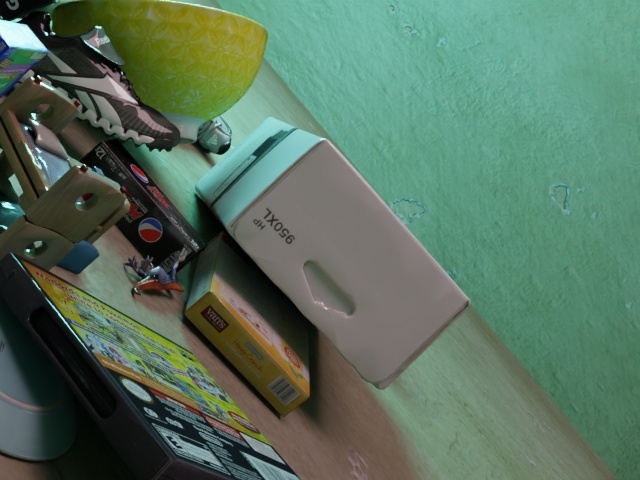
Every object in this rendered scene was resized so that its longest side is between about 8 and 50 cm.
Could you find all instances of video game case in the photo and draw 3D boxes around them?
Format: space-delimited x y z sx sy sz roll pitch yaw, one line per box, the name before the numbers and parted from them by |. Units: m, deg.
video game case | -0.123 0.139 0.907 0.248 0.035 0.275 43 1 35

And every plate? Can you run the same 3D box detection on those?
plate | -0.246 0.082 0.825 0.188 0.024 0.188 48 12 -13

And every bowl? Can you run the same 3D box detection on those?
bowl | -0.218 -0.213 1.469 0.289 0.289 0.156 12 82 -72

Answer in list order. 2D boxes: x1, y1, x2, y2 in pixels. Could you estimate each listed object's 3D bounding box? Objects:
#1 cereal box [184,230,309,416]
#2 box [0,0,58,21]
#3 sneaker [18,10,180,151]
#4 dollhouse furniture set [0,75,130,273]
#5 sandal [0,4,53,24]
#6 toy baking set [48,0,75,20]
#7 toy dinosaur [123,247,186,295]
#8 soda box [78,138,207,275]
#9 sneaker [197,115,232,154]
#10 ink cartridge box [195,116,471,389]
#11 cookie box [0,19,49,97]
cereal box | -0.084 0.094 1.340 0.173 0.047 0.240 48 10 -13
box | -0.373 -0.425 1.286 0.295 0.073 0.293 -93 160 -68
sneaker | -0.258 -0.189 1.276 0.234 0.106 0.078 28 10 -7
dollhouse furniture set | -0.225 -0.035 1.011 0.183 0.129 0.129 33 20 -56
sandal | -0.395 -0.296 1.384 0.049 0.072 0.180 66 14 2
toy baking set | -0.312 -0.306 1.586 0.256 0.030 0.196 11 -3 39
toy dinosaur | -0.180 0.046 1.209 0.082 0.047 0.090 51 41 -41
soda box | -0.209 -0.038 1.276 0.169 0.053 0.060 50 10 -1
sneaker | -0.193 -0.193 1.771 0.132 0.086 0.229 50 10 -9
ink cartridge box | 0.000 0.000 1.469 0.285 0.166 0.395 47 -2 -16
cookie box | -0.334 -0.166 1.082 0.040 0.107 0.092 51 12 1
